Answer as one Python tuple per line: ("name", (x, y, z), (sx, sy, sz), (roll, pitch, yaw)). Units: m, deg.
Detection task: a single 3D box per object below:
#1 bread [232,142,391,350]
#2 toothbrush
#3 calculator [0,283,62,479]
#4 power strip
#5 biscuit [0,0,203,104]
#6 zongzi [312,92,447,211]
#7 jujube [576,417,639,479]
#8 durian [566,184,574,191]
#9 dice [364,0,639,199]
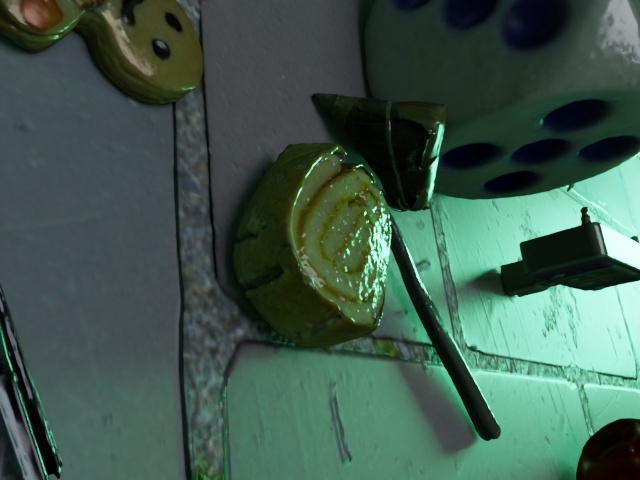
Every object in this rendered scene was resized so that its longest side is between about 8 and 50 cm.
("bread", (0.000, 0.000, 0.474), (0.117, 0.064, 0.156), (54, 36, -27))
("toothbrush", (0.095, 0.066, 0.599), (0.297, 0.030, 0.030), (60, 27, -14))
("calculator", (-0.203, -0.002, 0.230), (0.165, 0.028, 0.274), (-17, 87, -55))
("power strip", (0.285, 0.025, 0.772), (0.215, 0.145, 0.061), (15, 62, -50))
("biscuit", (-0.156, -0.175, 0.386), (0.234, 0.030, 0.153), (45, 43, -29))
("zongzi", (0.049, -0.079, 0.607), (0.055, 0.119, 0.109), (-69, 165, -50))
("jujube", (0.398, 0.328, 0.750), (0.250, 0.174, 0.174), (55, 34, 7))
("durian", (0.439, -0.222, 1.146), (0.106, 0.132, 0.375), (22, 45, -16))
("dice", (0.210, -0.200, 0.701), (0.243, 0.251, 0.259), (21, 56, -49))
